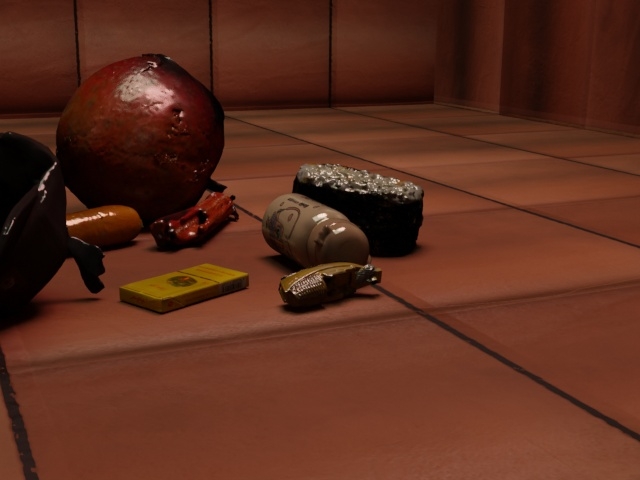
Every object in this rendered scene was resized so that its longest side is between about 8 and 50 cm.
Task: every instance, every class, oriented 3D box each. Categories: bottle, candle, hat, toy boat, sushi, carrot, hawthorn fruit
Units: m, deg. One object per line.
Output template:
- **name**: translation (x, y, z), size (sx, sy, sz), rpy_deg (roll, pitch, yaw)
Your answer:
- **bottle**: translation (0.000, 0.000, 1.329), size (0.110, 0.097, 0.209), rpy_deg (36, -4, -30)
- **candle**: translation (-0.202, -0.041, 1.556), size (0.084, 0.059, 0.301), rpy_deg (13, 15, 10)
- **hat**: translation (-0.398, 0.034, 1.108), size (0.238, 0.209, 0.336), rpy_deg (-20, 33, 0)
- **toy boat**: translation (0.014, 0.058, 1.184), size (0.149, 0.047, 0.049), rpy_deg (-11, 31, -32)
- **sushi**: translation (0.054, -0.054, 1.477), size (0.225, 0.126, 0.136), rpy_deg (10, 16, 28)
- **carrot**: translation (-0.376, -0.013, 1.420), size (0.225, 0.067, 0.067), rpy_deg (-15, 20, -41)
- **hawthorn fruit**: translation (-0.316, -0.181, 1.622), size (0.316, 0.316, 0.316), rpy_deg (0, 14, 0)

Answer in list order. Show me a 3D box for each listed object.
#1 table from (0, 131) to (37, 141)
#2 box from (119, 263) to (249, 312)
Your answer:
- **table**: translation (-0.514, -0.068, 1.486), size (0.167, 0.167, 0.226), rpy_deg (-3, 22, -15)
- **box**: translation (-0.179, 0.061, 1.211), size (0.087, 0.023, 0.155), rpy_deg (15, 20, 38)
